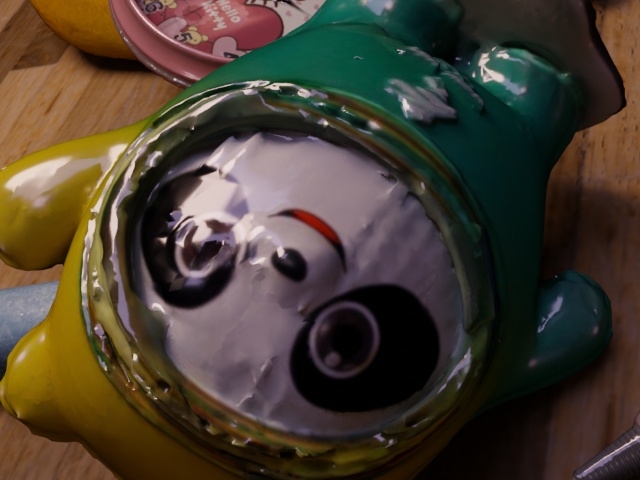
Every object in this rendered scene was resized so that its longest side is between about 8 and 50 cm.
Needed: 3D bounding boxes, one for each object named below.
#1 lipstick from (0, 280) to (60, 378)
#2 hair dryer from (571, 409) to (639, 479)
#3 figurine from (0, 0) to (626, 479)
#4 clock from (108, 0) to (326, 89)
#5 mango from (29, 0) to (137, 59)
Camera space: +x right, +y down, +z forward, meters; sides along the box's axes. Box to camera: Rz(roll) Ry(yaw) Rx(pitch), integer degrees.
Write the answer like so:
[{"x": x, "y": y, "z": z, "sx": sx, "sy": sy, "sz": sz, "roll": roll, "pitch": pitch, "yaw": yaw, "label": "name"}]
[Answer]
[{"x": -0.145, "y": 0.055, "z": 0.713, "sx": 0.274, "sy": 0.061, "sz": 0.068, "roll": -7, "pitch": 32, "yaw": 15, "label": "lipstick"}, {"x": 0.223, "y": 0.053, "z": 0.536, "sx": 0.220, "sy": 0.053, "sz": 0.195, "roll": -24, "pitch": 38, "yaw": 13, "label": "hair dryer"}, {"x": 0.000, "y": 0.000, "z": 0.572, "sx": 0.324, "sy": 0.231, "sz": 0.340, "roll": 36, "pitch": 73, "yaw": 3, "label": "figurine"}, {"x": -0.061, "y": -0.220, "z": 0.911, "sx": 0.244, "sy": 0.056, "sz": 0.244, "roll": 2, "pitch": 59, "yaw": -3, "label": "clock"}, {"x": -0.192, "y": -0.261, "z": 1.030, "sx": 0.317, "sy": 0.119, "sz": 0.176, "roll": 35, "pitch": 79, "yaw": 34, "label": "mango"}]
